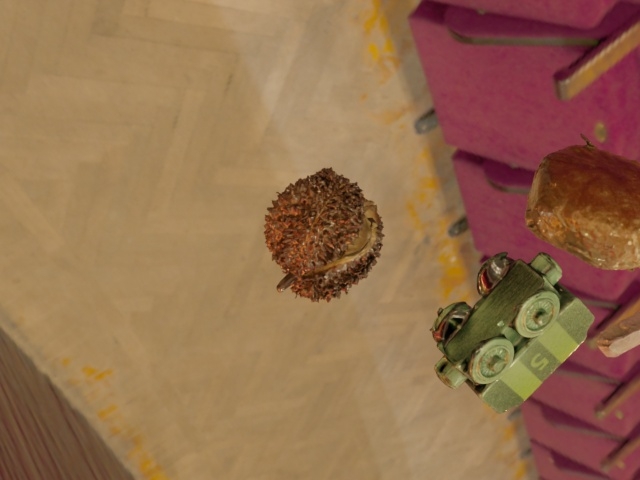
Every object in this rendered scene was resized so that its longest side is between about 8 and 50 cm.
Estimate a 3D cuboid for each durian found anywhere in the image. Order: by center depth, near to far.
[{"bbox_3d":[0.000,0.000,1.219,0.196,0.167,0.196,-8,104,-35],"label":"durian"}]

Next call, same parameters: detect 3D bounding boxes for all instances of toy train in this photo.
[{"bbox_3d":[0.349,0.170,1.573,0.299,0.167,0.238,-47,128,5],"label":"toy train"}]

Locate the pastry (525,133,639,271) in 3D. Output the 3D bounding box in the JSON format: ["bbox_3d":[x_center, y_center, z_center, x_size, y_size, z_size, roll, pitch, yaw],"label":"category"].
[{"bbox_3d":[0.558,-0.067,1.676,0.329,0.329,0.136,-16,134,-32],"label":"pastry"}]

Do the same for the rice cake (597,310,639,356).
[{"bbox_3d":[0.790,0.157,1.922,0.365,0.056,0.073,-30,133,9],"label":"rice cake"}]
